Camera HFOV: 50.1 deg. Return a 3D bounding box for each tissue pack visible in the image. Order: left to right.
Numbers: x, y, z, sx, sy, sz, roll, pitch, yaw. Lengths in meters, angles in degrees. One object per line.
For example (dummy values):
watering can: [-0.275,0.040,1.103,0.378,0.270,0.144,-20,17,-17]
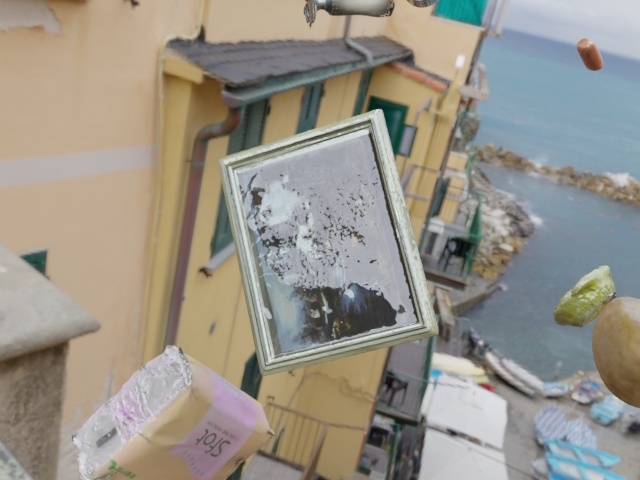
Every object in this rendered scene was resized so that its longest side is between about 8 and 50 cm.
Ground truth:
tissue pack: [-0.216,0.293,1.035,0.123,0.215,0.257,46,-4,38]

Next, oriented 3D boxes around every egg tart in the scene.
egg tart: [0.693,0.158,1.772,0.197,0.197,0.078,-7,46,-44]

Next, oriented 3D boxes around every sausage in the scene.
sausage: [0.516,-0.354,1.308,0.034,0.034,0.083,33,1,43]

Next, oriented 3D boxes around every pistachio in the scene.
pistachio: [0.686,0.237,1.466,0.213,0.163,0.260,-35,34,-2]

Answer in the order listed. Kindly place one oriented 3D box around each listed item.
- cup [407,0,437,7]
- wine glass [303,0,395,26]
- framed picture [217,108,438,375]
cup: [0.194,-0.462,1.228,0.100,0.078,0.077,1,14,10]
wine glass: [0.050,-0.430,1.235,0.155,0.072,0.072,-11,26,-12]
framed picture: [0.000,0.000,0.853,0.232,0.296,0.019,-16,-13,12]
